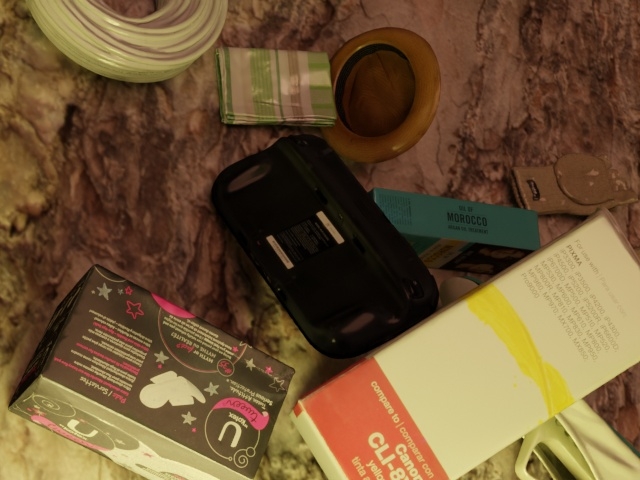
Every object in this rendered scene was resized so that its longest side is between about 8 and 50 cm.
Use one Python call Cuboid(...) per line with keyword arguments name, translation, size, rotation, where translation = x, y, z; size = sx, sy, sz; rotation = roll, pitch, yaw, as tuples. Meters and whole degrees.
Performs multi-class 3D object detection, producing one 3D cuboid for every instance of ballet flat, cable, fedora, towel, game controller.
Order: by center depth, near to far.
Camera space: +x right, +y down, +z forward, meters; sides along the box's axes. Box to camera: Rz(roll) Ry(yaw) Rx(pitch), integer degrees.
Cuboid(name="game controller", translation=(0.000, 0.000, 1.646), size=(0.166, 0.067, 0.319), rotation=(-31, 56, -9))
Cuboid(name="cable", translation=(-0.243, -0.316, 1.720), size=(0.257, 0.089, 0.257), rotation=(-2, 69, -29))
Cuboid(name="ballet flat", translation=(0.268, 0.221, 1.722), size=(0.400, 0.139, 0.139), rotation=(48, 55, -4))
Cuboid(name="towel", translation=(-0.057, -0.201, 1.785), size=(0.152, 0.023, 0.113), rotation=(0, 68, -15))
Cuboid(name="fedora", translation=(0.086, -0.184, 1.816), size=(0.079, 0.194, 0.194), rotation=(34, 46, -57))

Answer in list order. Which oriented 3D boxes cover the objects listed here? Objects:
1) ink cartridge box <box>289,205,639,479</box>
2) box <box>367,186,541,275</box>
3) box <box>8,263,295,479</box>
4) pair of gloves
Cuboid(name="ink cartridge box", translation=(0.170, 0.148, 1.520), size=(0.384, 0.279, 0.160), rotation=(-32, 82, -7))
Cuboid(name="box", translation=(0.154, -0.008, 1.778), size=(0.244, 0.100, 0.060), rotation=(7, 66, -25))
Cuboid(name="box", translation=(-0.184, 0.162, 1.482), size=(0.247, 0.163, 0.142), rotation=(30, 60, -13))
Cuboid(name="pair of gloves", translation=(0.380, -0.008, 1.934), size=(0.204, 0.042, 0.240), rotation=(-14, 73, -29))
